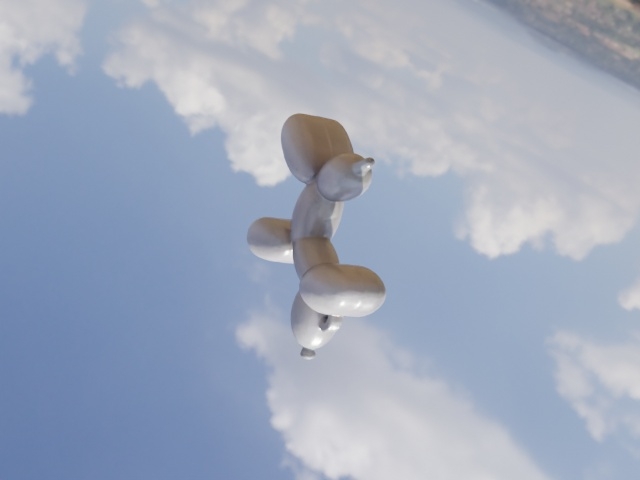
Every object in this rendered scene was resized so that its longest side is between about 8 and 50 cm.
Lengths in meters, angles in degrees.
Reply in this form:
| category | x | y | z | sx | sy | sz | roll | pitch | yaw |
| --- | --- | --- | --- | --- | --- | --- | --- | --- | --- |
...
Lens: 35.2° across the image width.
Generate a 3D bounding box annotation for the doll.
| category | x | y | z | sx | sy | sz | roll | pitch | yaw |
| --- | --- | --- | --- | --- | --- | --- | --- | --- | --- |
| doll | 0.000 | 0.000 | 0.757 | 0.059 | 0.161 | 0.160 | 8 | -156 | -28 |
